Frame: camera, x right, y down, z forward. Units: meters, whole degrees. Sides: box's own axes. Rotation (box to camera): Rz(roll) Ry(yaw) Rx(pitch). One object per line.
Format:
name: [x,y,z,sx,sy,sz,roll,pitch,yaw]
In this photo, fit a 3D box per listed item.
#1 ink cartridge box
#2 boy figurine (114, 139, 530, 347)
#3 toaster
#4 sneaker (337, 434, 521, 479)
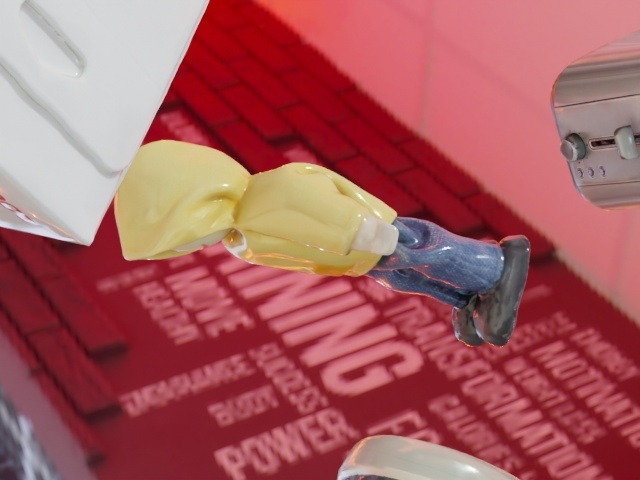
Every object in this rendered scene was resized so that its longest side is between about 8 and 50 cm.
ink cartridge box: [-0.200,-0.122,0.713,0.232,0.168,0.171,12,-21,31]
boy figurine: [0.000,0.000,1.043,0.177,0.285,0.092,170,-67,-72]
toaster: [0.294,-0.102,1.119,0.146,0.227,0.129,6,-66,69]
sneaker: [0.048,0.240,0.894,0.131,0.148,0.350,18,-31,11]
